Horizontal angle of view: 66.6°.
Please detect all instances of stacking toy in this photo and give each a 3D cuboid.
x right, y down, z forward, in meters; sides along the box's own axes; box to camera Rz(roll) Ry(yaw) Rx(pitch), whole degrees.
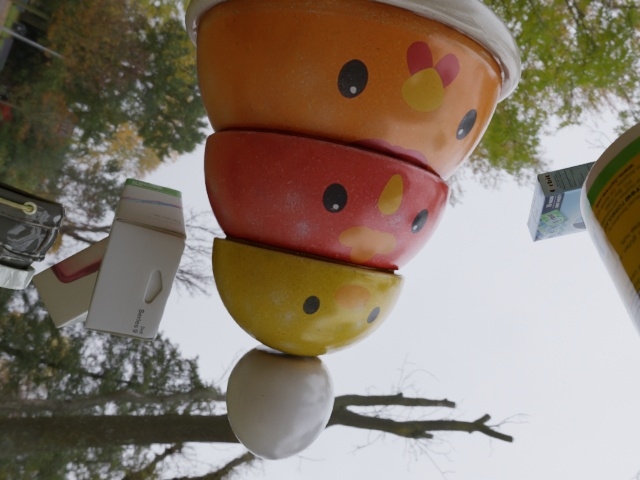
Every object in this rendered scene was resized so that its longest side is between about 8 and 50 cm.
[{"bbox_3d":[0.000,0.000,0.532,0.350,0.350,0.480,11,-89,55],"label":"stacking toy"}]

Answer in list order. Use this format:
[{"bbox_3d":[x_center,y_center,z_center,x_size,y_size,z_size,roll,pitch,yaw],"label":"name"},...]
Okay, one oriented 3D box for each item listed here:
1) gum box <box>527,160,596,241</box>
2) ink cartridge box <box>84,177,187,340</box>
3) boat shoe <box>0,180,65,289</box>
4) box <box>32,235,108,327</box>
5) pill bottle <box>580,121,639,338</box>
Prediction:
[{"bbox_3d":[0.417,-0.065,0.730,0.184,0.157,0.041,-12,-117,11],"label":"gum box"},{"bbox_3d":[-0.252,0.016,0.680,0.154,0.093,0.212,-69,-155,14],"label":"ink cartridge box"},{"bbox_3d":[-0.386,-0.068,0.437,0.091,0.305,0.109,-59,-170,-6],"label":"boat shoe"},{"bbox_3d":[-0.479,0.078,1.088,0.232,0.127,0.148,-28,178,-1],"label":"box"},{"bbox_3d":[0.247,0.041,0.255,0.136,0.136,0.246,-40,-148,35],"label":"pill bottle"}]
